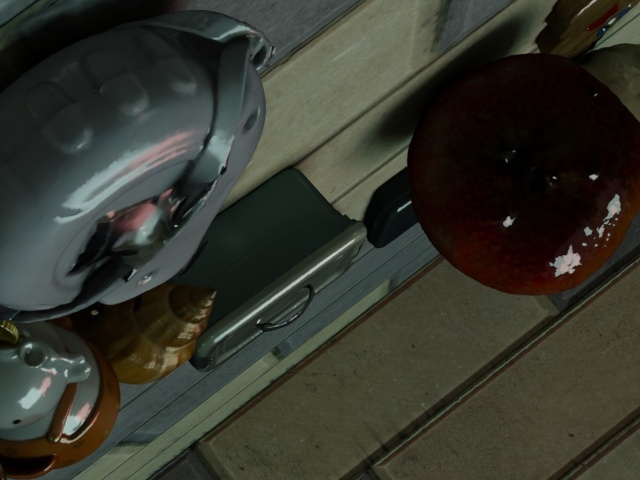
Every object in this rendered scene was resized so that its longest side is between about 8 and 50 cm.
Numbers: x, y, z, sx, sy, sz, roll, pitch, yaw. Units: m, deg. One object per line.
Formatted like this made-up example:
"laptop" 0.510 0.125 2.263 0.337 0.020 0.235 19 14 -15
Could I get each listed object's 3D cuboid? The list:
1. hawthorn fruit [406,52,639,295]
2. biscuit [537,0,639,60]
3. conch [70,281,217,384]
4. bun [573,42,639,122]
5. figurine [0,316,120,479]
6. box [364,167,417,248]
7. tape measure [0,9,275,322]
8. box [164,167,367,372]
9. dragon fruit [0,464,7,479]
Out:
"hawthorn fruit" 0.236 -0.077 1.481 0.285 0.284 0.369 -37 -175 -7
"biscuit" 0.364 -0.299 1.597 0.183 0.047 0.320 -34 172 -7
"conch" -0.214 0.095 1.169 0.330 0.109 0.093 -20 149 35
"bun" 0.393 -0.168 1.829 0.360 0.211 0.360 -31 172 -5
"figurine" -0.252 0.112 1.024 0.143 0.143 0.271 -34 146 -22
"box" 0.145 -0.070 1.859 0.160 0.050 0.230 -36 171 -11
"tape measure" -0.133 -0.037 0.712 0.197 0.120 0.236 -27 162 -43
"box" -0.067 0.035 1.295 0.227 0.130 0.162 -37 171 -14
"dragon fruit" -0.367 0.186 0.907 0.224 0.148 0.218 -34 -160 -31
